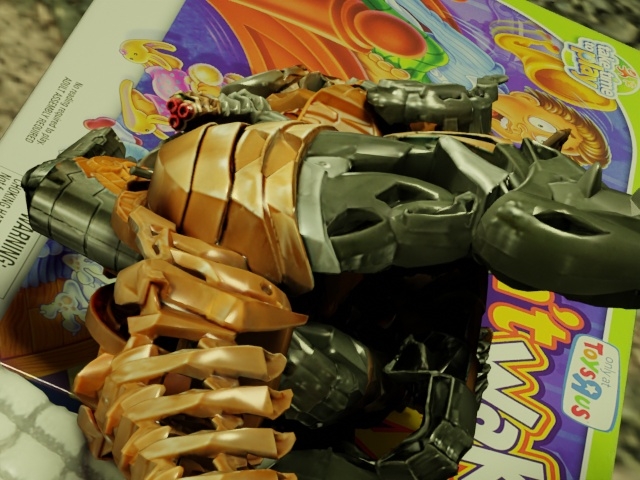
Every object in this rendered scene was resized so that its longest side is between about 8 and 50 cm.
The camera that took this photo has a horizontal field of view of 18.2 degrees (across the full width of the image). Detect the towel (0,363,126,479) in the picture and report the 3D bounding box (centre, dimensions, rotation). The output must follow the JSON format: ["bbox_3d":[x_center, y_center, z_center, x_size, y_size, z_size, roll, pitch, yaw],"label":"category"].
[{"bbox_3d":[-0.129,0.144,0.475,0.283,0.121,0.235,35,39,12],"label":"towel"}]

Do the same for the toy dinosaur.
[{"bbox_3d":[0.011,0.031,0.542,0.218,0.164,0.322,18,39,4],"label":"toy dinosaur"}]

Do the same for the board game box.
[{"bbox_3d":[0.000,0.000,0.755,0.233,0.078,0.347,23,36,-2],"label":"board game box"}]
